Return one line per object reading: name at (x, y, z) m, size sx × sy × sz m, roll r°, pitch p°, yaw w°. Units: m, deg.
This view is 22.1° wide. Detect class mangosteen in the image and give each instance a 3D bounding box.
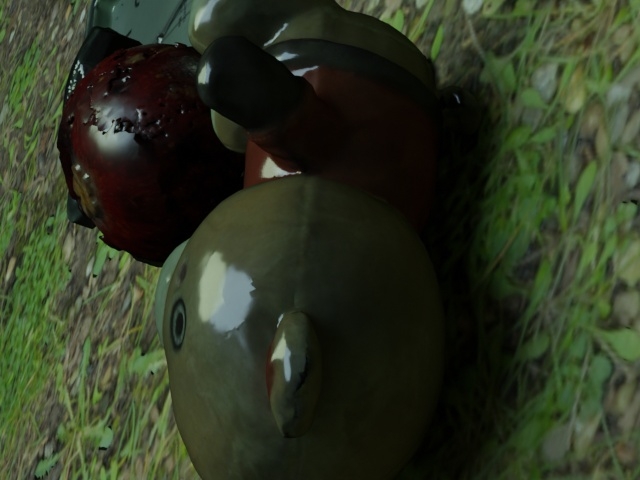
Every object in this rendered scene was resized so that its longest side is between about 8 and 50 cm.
mangosteen at (-0.090, -0.064, 1.152) m, size 0.166 × 0.180 × 0.166 m, roll 43°, pitch 140°, yaw 52°

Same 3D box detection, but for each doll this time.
doll at (0.000, 0.000, 0.930) m, size 0.235 × 0.174 × 0.330 m, roll 91°, pitch -176°, yaw -61°

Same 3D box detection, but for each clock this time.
clock at (-0.139, -0.177, 1.441) m, size 0.279 × 0.049 × 0.273 m, roll -40°, pitch 41°, yaw 48°

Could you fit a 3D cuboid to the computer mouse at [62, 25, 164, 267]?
computer mouse at (-0.153, -0.072, 1.271) m, size 0.062 × 0.106 × 0.192 m, roll -7°, pitch 107°, yaw 29°
